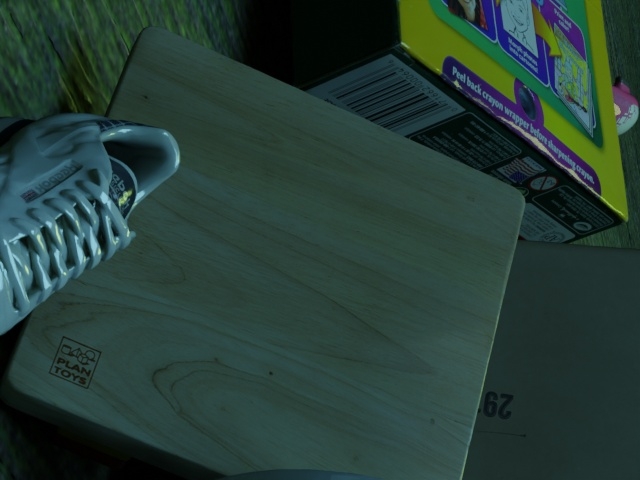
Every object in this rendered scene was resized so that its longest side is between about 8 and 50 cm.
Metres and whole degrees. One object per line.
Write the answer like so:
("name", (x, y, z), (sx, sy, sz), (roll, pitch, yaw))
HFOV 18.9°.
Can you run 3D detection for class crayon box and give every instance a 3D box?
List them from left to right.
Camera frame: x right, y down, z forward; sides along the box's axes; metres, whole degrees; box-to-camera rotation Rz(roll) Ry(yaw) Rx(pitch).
("crayon box", (0.114, -0.200, 1.597), (0.363, 0.106, 0.313), (31, 46, -47))

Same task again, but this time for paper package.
("paper package", (0.080, 0.158, 1.240), (0.168, 0.325, 0.309), (93, 2, -61))

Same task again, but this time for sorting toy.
("sorting toy", (-0.034, 0.042, 1.121), (0.089, 0.257, 0.255), (129, -18, -55))

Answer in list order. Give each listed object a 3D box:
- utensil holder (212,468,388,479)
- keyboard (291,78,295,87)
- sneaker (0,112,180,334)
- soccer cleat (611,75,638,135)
("utensil holder", (-0.020, 0.347, 0.930), (0.385, 0.328, 0.327), (-73, 155, -52))
("keyboard", (0.014, -0.053, 1.651), (0.072, 0.014, 0.256), (-75, 156, -46))
("sneaker", (-0.148, -0.006, 0.946), (0.235, 0.095, 0.090), (-62, 147, -58))
("soccer cleat", (0.165, -0.112, 1.831), (0.331, 0.116, 0.143), (10, 86, -36))
